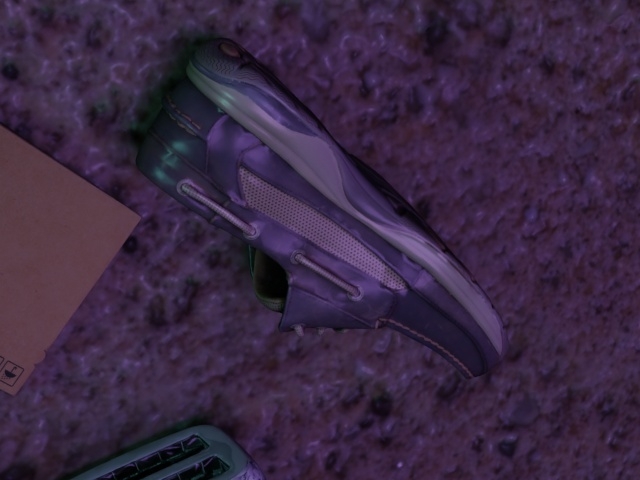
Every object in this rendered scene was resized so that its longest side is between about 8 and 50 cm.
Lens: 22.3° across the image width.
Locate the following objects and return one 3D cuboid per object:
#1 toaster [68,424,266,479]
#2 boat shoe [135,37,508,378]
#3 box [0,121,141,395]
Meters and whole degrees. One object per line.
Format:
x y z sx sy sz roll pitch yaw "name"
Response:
-0.112 0.243 1.246 0.227 0.129 0.146 -22 118 -19 "toaster"
0.000 0.000 1.220 0.130 0.132 0.355 -44 117 6 "boat shoe"
-0.245 -0.001 1.128 0.201 0.021 0.164 35 91 -35 "box"
